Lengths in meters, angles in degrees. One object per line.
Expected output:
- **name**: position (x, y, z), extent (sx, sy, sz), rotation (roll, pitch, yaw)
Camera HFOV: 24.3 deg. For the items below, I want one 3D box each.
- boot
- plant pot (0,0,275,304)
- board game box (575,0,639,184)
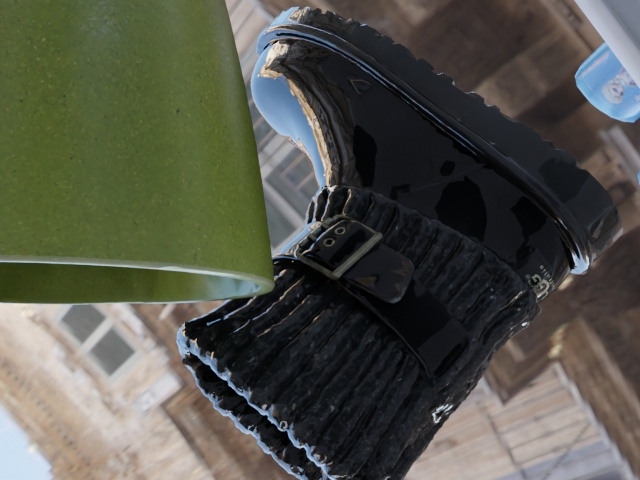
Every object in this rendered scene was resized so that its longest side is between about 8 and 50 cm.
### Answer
- **boot**: position (-0.001, -0.002, 0.996), extent (0.260, 0.348, 0.131), rotation (-45, -45, -9)
- **plant pot**: position (-0.160, -0.119, 0.846), extent (0.275, 0.275, 0.293), rotation (4, -98, -22)
- **board game box**: position (0.160, -0.237, 0.623), extent (0.390, 0.050, 0.390), rotation (-29, -101, -33)
